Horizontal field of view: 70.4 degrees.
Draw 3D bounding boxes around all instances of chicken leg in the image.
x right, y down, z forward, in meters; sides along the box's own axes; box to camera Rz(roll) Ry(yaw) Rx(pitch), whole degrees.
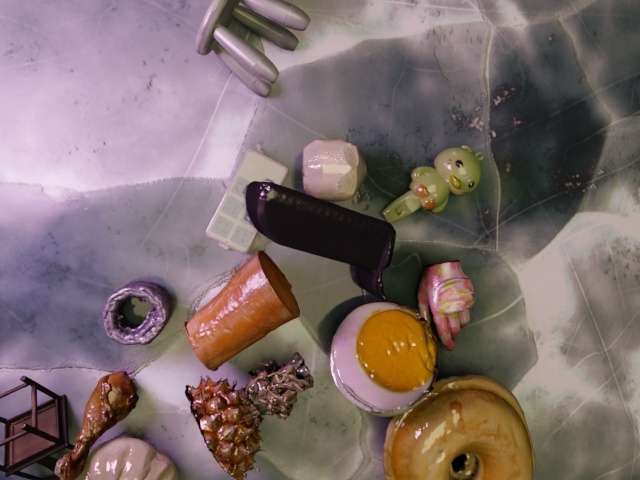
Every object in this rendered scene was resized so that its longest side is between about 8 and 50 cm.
[{"bbox_3d":[-0.513,0.420,1.038,0.107,0.087,0.252,45,55,-27],"label":"chicken leg"}]

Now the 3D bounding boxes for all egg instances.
[{"bbox_3d":[0.158,0.306,1.162,0.264,0.174,0.287,9,62,6],"label":"egg"}]

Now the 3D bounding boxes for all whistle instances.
[{"bbox_3d":[0.302,-0.138,1.179,0.294,0.141,0.141,-39,99,-5],"label":"whistle"}]

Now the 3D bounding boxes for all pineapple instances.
[{"bbox_3d":[-0.138,0.378,1.071,0.271,0.262,0.263,-30,98,-14],"label":"pineapple"}]

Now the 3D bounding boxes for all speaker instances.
[{"bbox_3d":[0.000,0.000,1.087,0.388,0.180,0.184,18,91,-21],"label":"speaker"}]

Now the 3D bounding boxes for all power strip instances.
[{"bbox_3d":[-0.182,-0.099,1.136,0.117,0.046,0.271,27,87,-11],"label":"power strip"}]

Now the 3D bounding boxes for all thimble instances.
[{"bbox_3d":[-0.430,0.170,1.076,0.149,0.098,0.150,0,92,-10],"label":"thimble"}]

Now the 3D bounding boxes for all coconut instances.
[{"bbox_3d":[0.037,-0.172,1.116,0.162,0.161,0.161,-1,93,-3],"label":"coconut"}]

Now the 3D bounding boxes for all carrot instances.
[{"bbox_3d":[-0.196,0.169,1.093,0.254,0.196,0.196,-34,98,3],"label":"carrot"}]

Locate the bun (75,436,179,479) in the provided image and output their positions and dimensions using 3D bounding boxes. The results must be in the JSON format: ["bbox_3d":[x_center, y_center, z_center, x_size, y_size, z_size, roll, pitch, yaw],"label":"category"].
[{"bbox_3d":[-0.460,0.588,1.055,0.259,0.160,0.260,-1,95,-16],"label":"bun"}]

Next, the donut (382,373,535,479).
[{"bbox_3d":[0.366,0.569,1.194,0.448,0.198,0.450,-1,94,-10],"label":"donut"}]

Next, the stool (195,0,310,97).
[{"bbox_3d":[-0.159,-0.468,1.046,0.198,0.195,0.195,31,87,-12],"label":"stool"}]

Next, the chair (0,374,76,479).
[{"bbox_3d":[-0.652,0.441,1.036,0.154,0.141,0.260,-24,141,-8],"label":"chair"}]

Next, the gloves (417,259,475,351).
[{"bbox_3d":[0.338,0.179,1.212,0.145,0.126,0.242,-10,87,-15],"label":"gloves"}]
